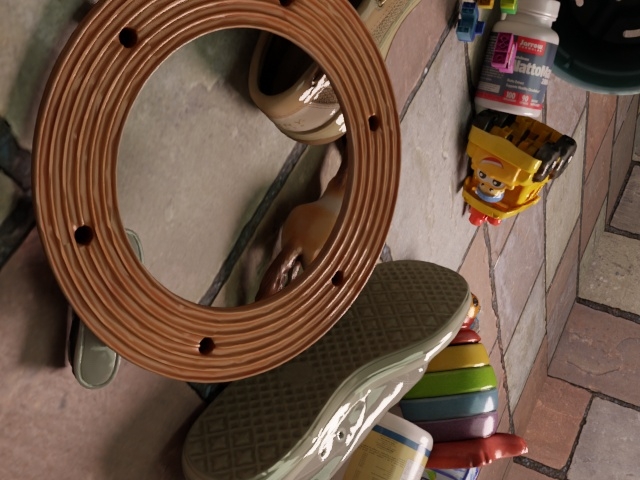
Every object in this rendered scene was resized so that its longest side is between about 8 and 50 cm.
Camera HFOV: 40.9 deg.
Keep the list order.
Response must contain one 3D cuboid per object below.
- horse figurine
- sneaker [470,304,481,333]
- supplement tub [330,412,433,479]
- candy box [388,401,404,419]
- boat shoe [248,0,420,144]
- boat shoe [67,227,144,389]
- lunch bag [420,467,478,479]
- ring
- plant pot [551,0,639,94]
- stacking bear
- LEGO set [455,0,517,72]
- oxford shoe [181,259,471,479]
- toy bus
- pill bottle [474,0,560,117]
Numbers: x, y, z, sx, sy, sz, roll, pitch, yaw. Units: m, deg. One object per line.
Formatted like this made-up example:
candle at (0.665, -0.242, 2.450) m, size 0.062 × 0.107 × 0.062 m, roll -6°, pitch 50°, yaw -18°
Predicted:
horse figurine at (0.000, 0.000, 0.943) m, size 0.263 × 0.066 × 0.174 m, roll -47°, pitch 151°, yaw -48°
sneaker at (0.237, 0.126, 1.533) m, size 0.071 × 0.083 × 0.190 m, roll -47°, pitch -178°, yaw 11°
supplement tub at (0.059, 0.339, 1.202) m, size 0.199 × 0.144 × 0.144 m, roll -66°, pitch 155°, yaw -14°
candy box at (0.188, 0.272, 1.518) m, size 0.159 × 0.071 × 0.233 m, roll -64°, pitch 154°, yaw -17°
boat shoe at (0.037, -0.256, 0.776) m, size 0.340 × 0.122 × 0.110 m, roll -69°, pitch 156°, yaw -4°
boat shoe at (-0.166, 0.049, 0.657) m, size 0.046 × 0.038 × 0.125 m, roll 6°, pitch 98°, yaw -32°
lunch bag at (0.214, 0.450, 1.625) m, size 0.151 × 0.129 × 0.096 m, roll -52°, pitch 148°, yaw -33°
ring at (-0.065, -0.055, 0.672) m, size 0.337 × 0.032 × 0.336 m, roll -11°, pitch 107°, yaw -38°
plant pot at (0.533, -0.445, 1.490) m, size 0.334 × 0.341 × 0.340 m, roll -40°, pitch 141°, yaw -63°
stacking bear at (0.196, 0.194, 1.327) m, size 0.175 × 0.164 × 0.288 m, roll 3°, pitch 77°, yaw -49°
LEGO set at (0.249, -0.339, 1.222) m, size 0.093 × 0.087 × 0.227 m, roll 40°, pitch 63°, yaw -67°
oxford shoe at (0.020, 0.162, 0.978) m, size 0.449 × 0.169 × 0.130 m, roll -39°, pitch 137°, yaw -40°
toy bus at (0.310, -0.107, 1.461) m, size 0.220 × 0.149 × 0.211 m, roll -22°, pitch 142°, yaw -57°
pill bottle at (0.315, -0.293, 1.357) m, size 0.108 × 0.108 × 0.180 m, roll -15°, pitch 119°, yaw -62°
